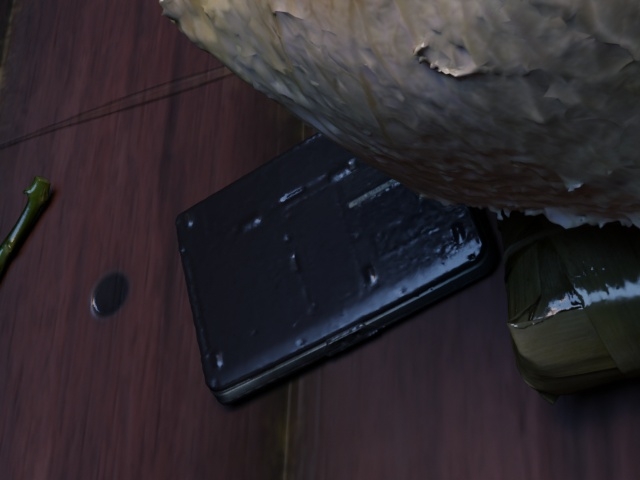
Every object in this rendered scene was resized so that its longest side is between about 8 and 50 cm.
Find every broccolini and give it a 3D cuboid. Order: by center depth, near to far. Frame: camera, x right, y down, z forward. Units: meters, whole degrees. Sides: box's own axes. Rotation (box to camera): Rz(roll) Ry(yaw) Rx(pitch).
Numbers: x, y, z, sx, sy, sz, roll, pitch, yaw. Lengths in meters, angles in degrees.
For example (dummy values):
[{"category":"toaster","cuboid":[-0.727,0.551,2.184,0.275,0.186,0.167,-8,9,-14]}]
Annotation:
[{"category":"broccolini","cuboid":[-0.263,0.036,0.894,0.052,0.054,0.194,-7,60,54]}]

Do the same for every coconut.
[{"category":"coconut","cuboid":[0.094,-0.180,0.500,0.346,0.360,0.346,-40,32,32]}]

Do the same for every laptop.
[{"category":"laptop","cuboid":[0.000,0.000,0.734,0.207,0.026,0.154,-29,53,20]}]

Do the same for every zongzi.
[{"category":"zongzi","cuboid":[0.171,-0.010,0.600,0.160,0.078,0.176,-12,45,14]}]
